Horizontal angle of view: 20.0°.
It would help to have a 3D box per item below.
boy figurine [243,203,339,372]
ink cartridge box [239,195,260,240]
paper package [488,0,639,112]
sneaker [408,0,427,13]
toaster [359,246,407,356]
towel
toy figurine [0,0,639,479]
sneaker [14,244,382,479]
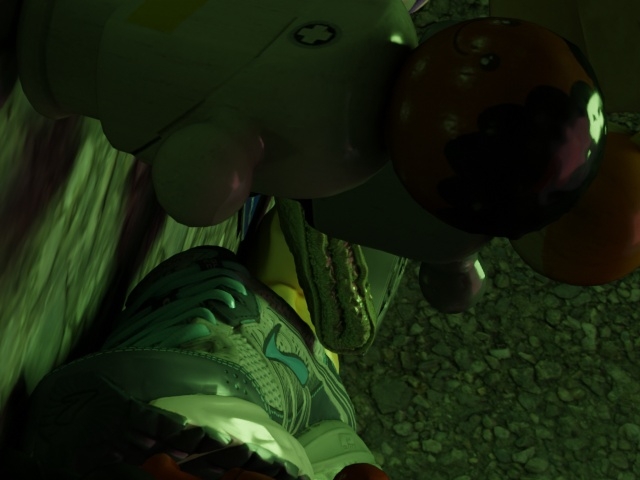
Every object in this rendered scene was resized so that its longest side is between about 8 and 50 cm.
[{"bbox_3d":[0.000,0.000,1.303,0.177,0.092,0.285,-48,-160,49],"label":"boy figurine"},{"bbox_3d":[0.028,-0.162,1.193,0.165,0.065,0.333,103,6,-74],"label":"ink cartridge box"},{"bbox_3d":[0.184,-0.261,0.844,0.309,0.168,0.325,-52,141,-60],"label":"paper package"},{"bbox_3d":[0.088,-0.269,1.498,0.105,0.095,0.236,-62,175,-27],"label":"sneaker"},{"bbox_3d":[0.020,-0.002,1.551,0.168,0.110,0.186,-55,164,-66],"label":"toaster"},{"bbox_3d":[-0.010,-0.033,0.737,0.110,0.027,0.148,-110,-176,-45],"label":"towel"},{"bbox_3d":[0.006,0.035,0.465,0.210,0.148,0.213,-71,160,-4],"label":"toy figurine"},{"bbox_3d":[-0.057,0.062,0.710,0.283,0.110,0.122,41,30,-73],"label":"sneaker"}]
